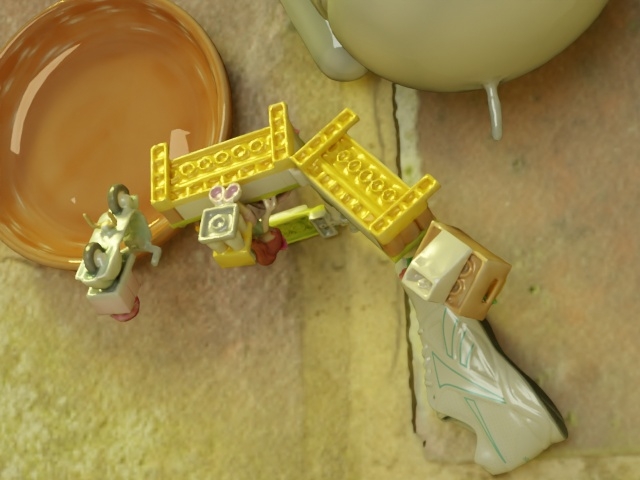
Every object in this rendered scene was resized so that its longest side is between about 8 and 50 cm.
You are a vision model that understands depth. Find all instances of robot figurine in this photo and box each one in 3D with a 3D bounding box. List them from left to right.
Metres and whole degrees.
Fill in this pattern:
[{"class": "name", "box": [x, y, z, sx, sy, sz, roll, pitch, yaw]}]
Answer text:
[{"class": "robot figurine", "box": [0.055, -0.234, 1.026, 0.353, 0.200, 0.300, 58, 139, 24]}]

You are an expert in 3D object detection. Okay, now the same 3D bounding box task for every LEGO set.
[{"class": "LEGO set", "box": [0.000, 0.000, 1.018, 0.287, 0.107, 0.132, 2, 58, 29]}]

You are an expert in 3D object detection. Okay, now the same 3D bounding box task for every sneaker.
[{"class": "sneaker", "box": [0.082, 0.073, 1.015, 0.061, 0.054, 0.152, -39, 66, 11]}]

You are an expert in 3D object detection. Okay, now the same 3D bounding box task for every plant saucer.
[{"class": "plant saucer", "box": [-0.148, -0.074, 1.152, 0.200, 0.037, 0.200, -5, 75, 20]}]
